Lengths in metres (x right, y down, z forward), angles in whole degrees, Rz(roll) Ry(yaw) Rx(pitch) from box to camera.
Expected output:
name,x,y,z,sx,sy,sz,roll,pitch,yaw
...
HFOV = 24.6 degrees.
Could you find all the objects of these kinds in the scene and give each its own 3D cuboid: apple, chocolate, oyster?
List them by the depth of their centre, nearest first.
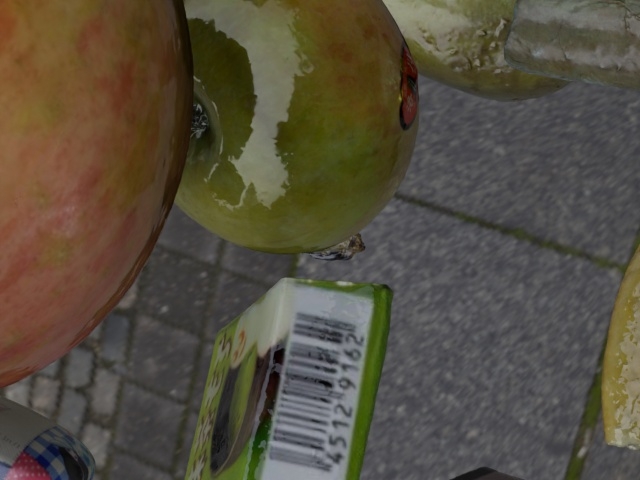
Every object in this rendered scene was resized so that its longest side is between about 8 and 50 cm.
name,x,y,z,sx,sy,sz,roll,pitch,yaw
apple,-0.249,-0.089,0.892,0.364,0.364,0.364,5,103,22
apple,-0.044,-0.112,1.155,0.261,0.194,0.261,27,131,36
oyster,0.003,0.000,1.393,0.083,0.054,0.019,7,139,20
chocolate,-0.050,0.209,1.691,0.137,0.301,0.289,20,155,-15

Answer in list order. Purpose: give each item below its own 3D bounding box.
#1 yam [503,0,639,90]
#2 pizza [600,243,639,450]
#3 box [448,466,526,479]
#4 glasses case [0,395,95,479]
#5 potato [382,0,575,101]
name,x,y,z,sx,sy,sz,roll,pitch,yaw
yam,0.278,-0.169,1.233,0.259,0.093,0.093,14,106,34
pizza,0.326,0.024,1.134,0.268,0.087,0.258,-7,68,-6
box,0.136,0.227,0.700,0.252,0.188,0.153,11,101,35
glasses case,-0.323,0.126,1.079,0.327,0.125,0.076,18,92,9
potato,0.178,-0.255,1.679,0.210,0.307,0.173,43,116,58
